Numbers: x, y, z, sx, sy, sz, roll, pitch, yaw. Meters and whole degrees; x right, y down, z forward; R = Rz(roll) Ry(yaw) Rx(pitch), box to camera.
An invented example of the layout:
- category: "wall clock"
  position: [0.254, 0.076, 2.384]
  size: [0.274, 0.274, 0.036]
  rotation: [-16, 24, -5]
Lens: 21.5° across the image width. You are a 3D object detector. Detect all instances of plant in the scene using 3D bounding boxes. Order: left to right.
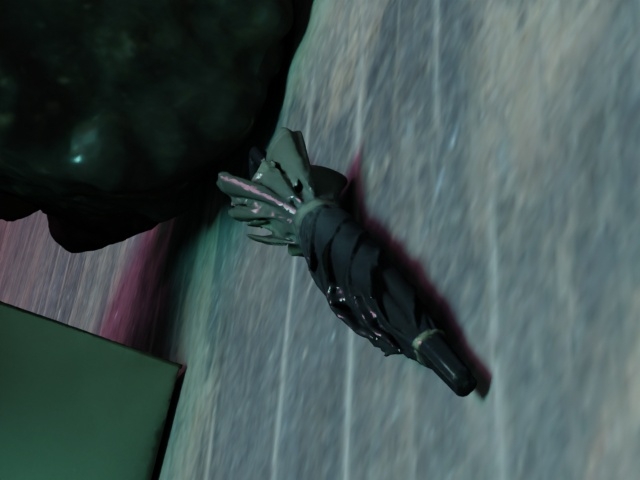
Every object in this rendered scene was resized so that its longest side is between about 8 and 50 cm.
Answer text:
- category: "plant"
  position: [-0.126, -0.106, 0.804]
  size: [0.276, 0.188, 0.199]
  rotation: [179, 112, -75]

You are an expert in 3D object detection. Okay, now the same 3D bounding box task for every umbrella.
- category: "umbrella"
  position: [-0.001, -0.005, 0.500]
  size: [0.269, 0.044, 0.044]
  rotation: [-140, 42, -74]

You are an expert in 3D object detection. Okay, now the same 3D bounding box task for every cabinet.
- category: "cabinet"
  position: [-0.168, 0.142, 0.717]
  size: [0.145, 0.150, 0.206]
  rotation: [133, 153, -60]
